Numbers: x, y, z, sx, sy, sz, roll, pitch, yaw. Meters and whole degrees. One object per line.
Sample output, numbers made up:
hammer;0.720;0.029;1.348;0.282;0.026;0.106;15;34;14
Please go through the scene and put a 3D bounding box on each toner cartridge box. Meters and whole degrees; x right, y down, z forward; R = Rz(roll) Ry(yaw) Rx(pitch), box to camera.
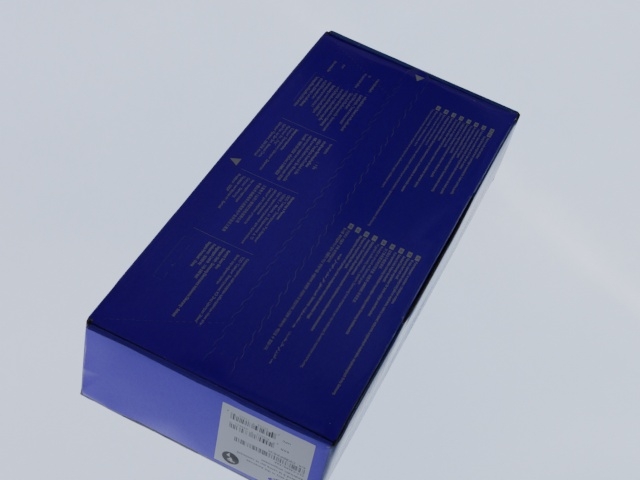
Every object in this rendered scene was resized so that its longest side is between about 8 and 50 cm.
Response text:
toner cartridge box;0.000;0.000;0.839;0.165;0.075;0.348;26;-134;9
